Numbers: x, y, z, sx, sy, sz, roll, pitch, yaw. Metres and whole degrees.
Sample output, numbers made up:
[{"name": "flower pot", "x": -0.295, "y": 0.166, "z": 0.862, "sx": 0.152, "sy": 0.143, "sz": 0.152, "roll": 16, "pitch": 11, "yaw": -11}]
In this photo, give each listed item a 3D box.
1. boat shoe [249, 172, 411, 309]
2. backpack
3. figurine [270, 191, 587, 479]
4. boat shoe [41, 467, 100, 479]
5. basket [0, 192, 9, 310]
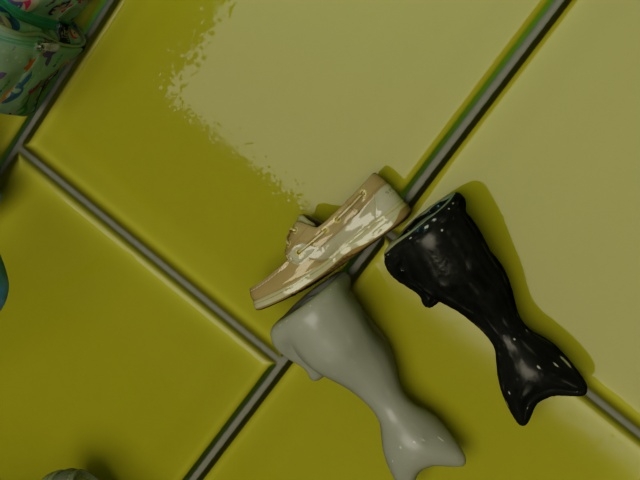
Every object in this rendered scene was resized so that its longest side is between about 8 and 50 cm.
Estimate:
[{"name": "boat shoe", "x": 0.000, "y": 0.000, "z": 1.294, "sx": 0.170, "sy": 0.063, "sz": 0.059, "roll": -35, "pitch": 87, "yaw": 11}, {"name": "backpack", "x": -0.329, "y": -0.216, "z": 1.242, "sx": 0.225, "sy": 0.253, "sz": 0.191, "roll": 42, "pitch": 110, "yaw": 6}, {"name": "figurine", "x": 0.097, "y": 0.102, "z": 1.274, "sx": 0.215, "sy": 0.092, "sz": 0.209, "roll": -35, "pitch": 94, "yaw": 21}, {"name": "boat shoe", "x": -0.146, "y": 0.336, "z": 1.381, "sx": 0.103, "sy": 0.118, "sz": 0.320, "roll": -39, "pitch": 93, "yaw": 14}, {"name": "basket", "x": -0.413, "y": -0.009, "z": 1.322, "sx": 0.255, "sy": 0.201, "sz": 0.289, "roll": -29, "pitch": 62, "yaw": 20}]
